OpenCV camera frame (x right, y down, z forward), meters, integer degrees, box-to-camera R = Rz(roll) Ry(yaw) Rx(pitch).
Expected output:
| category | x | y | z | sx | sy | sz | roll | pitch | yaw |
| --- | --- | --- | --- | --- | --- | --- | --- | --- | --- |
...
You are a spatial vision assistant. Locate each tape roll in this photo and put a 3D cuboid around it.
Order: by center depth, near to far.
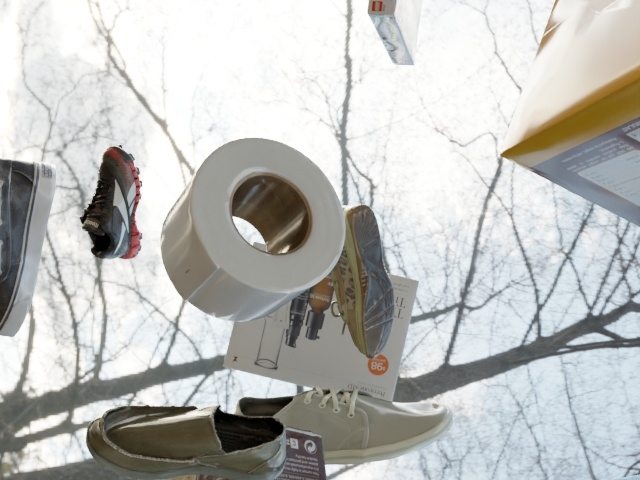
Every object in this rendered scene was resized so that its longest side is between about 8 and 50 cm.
| category | x | y | z | sx | sy | sz | roll | pitch | yaw |
| --- | --- | --- | --- | --- | --- | --- | --- | --- | --- |
| tape roll | -0.106 | -0.012 | 1.005 | 0.169 | 0.246 | 0.246 | -37 | -124 | 56 |

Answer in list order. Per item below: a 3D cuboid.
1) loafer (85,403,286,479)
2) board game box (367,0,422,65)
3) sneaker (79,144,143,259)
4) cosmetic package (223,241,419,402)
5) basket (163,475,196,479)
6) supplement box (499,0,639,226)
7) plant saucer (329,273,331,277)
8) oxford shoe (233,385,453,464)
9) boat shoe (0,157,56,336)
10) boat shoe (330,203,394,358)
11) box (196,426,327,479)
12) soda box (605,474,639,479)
| category | x | y | z | sx | sy | sz | roll | pitch | yaw |
| --- | --- | --- | --- | --- | --- | --- | --- | --- | --- |
| loafer | -0.154 | 0.234 | 0.802 | 0.094 | 0.251 | 0.087 | -108 | -145 | -51 |
| board game box | 0.153 | -0.477 | 1.268 | 0.053 | 0.305 | 0.193 | 7 | -90 | 15 |
| sneaker | -0.481 | -0.078 | 1.497 | 0.098 | 0.135 | 0.276 | 13 | -71 | 29 |
| cosmetic package | 0.002 | 0.182 | 1.455 | 0.097 | 0.377 | 0.284 | 81 | 22 | -88 |
| basket | -0.230 | 0.404 | 1.164 | 0.113 | 0.103 | 0.167 | -31 | -126 | 4 |
| supplement box | 0.234 | -0.079 | 0.317 | 0.129 | 0.194 | 0.191 | -67 | -171 | -13 |
| plant saucer | 0.000 | 0.000 | 1.183 | 0.067 | 0.018 | 0.192 | -44 | -91 | -7 |
| oxford shoe | 0.028 | 0.346 | 1.265 | 0.449 | 0.169 | 0.130 | -7 | -86 | 9 |
| boat shoe | -0.486 | 0.015 | 1.002 | 0.108 | 0.102 | 0.301 | 52 | -53 | 49 |
| boat shoe | 0.066 | 0.073 | 1.182 | 0.089 | 0.104 | 0.285 | 2 | -76 | 39 |
| box | -0.082 | 0.480 | 0.928 | 0.191 | 0.143 | 0.381 | -46 | -142 | 34 |
| soda box | 0.380 | 0.334 | 0.787 | 0.210 | 0.071 | 0.067 | -13 | -70 | 8 |
